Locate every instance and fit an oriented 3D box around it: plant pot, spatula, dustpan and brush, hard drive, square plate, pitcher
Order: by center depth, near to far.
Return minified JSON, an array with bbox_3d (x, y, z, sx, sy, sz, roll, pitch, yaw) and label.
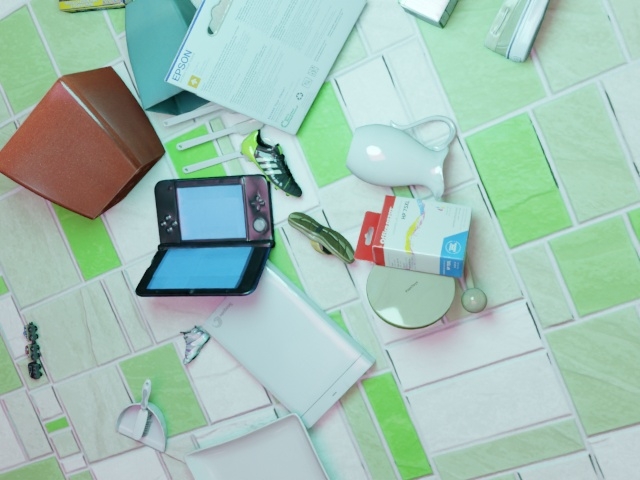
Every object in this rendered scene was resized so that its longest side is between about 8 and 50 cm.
[{"bbox_3d":[0.169,-0.192,1.405,0.207,0.125,0.177,15,82,2],"label":"pitcher"},{"bbox_3d":[-0.320,-0.418,1.475,0.166,0.166,0.234,-22,90,18],"label":"plant pot"},{"bbox_3d":[-0.515,-0.206,1.527,0.236,0.267,0.267,44,108,-9],"label":"plant pot"},{"bbox_3d":[-0.233,-0.246,1.534,0.242,0.019,0.168,-13,116,18],"label":"spatula"},{"bbox_3d":[-0.079,0.238,1.573,0.353,0.047,0.233,43,108,6],"label":"hard drive"},{"bbox_3d":[-0.117,0.612,1.635,0.347,0.049,0.343,-26,93,21],"label":"square plate"},{"bbox_3d":[-0.444,0.434,1.700,0.147,0.060,0.211,20,104,12],"label":"dustpan and brush"}]

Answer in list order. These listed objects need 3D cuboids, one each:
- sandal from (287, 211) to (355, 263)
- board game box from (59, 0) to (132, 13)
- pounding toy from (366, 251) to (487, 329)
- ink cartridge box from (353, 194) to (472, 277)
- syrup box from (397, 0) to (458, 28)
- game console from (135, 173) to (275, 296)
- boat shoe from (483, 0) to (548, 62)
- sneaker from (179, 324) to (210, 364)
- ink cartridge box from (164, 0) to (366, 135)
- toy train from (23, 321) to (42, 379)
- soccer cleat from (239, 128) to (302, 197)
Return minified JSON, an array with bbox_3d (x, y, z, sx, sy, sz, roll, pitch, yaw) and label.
[{"bbox_3d":[0.000,0.000,1.504,0.180,0.072,0.049,32,121,10],"label":"sandal"},{"bbox_3d":[-0.524,-0.607,1.558,0.171,0.048,0.140,1,101,15],"label":"board game box"},{"bbox_3d":[0.217,0.114,1.439,0.237,0.110,0.182,-14,59,-1],"label":"pounding toy"},{"bbox_3d":[0.190,-0.013,1.407,0.231,0.078,0.134,8,60,14],"label":"ink cartridge box"},{"bbox_3d":[0.253,-0.550,1.325,0.096,0.093,0.236,29,106,10],"label":"syrup box"},{"bbox_3d":[-0.266,-0.014,1.518,0.293,0.173,0.250,-2,99,15],"label":"game console"},{"bbox_3d":[0.403,-0.497,1.287,0.094,0.109,0.302,22,107,13],"label":"boat shoe"},{"bbox_3d":[-0.322,0.251,1.651,0.069,0.038,0.098,39,97,8],"label":"sneaker"},{"bbox_3d":[-0.111,-0.411,1.351,0.324,0.330,0.071,-59,41,16],"label":"ink cartridge box"},{"bbox_3d":[-0.764,0.291,1.786,0.036,0.027,0.158,3,101,26],"label":"toy train"},{"bbox_3d":[-0.100,-0.169,1.498,0.179,0.060,0.072,44,110,-2],"label":"soccer cleat"}]
